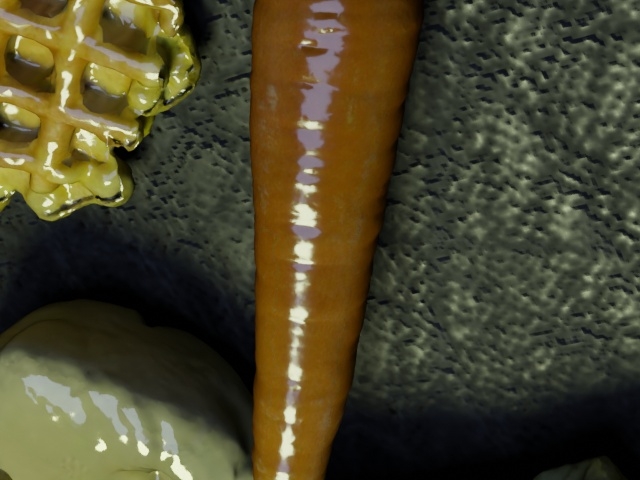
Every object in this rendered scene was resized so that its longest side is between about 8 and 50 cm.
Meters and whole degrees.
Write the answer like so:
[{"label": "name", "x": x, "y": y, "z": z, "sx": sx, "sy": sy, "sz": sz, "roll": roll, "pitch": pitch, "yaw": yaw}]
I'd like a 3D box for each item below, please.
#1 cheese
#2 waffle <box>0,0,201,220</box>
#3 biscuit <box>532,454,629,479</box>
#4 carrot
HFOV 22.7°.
[{"label": "cheese", "x": -0.137, "y": 0.137, "z": 0.827, "sx": 0.159, "sy": 0.093, "sz": 0.263, "roll": 37, "pitch": 127, "yaw": -7}, {"label": "waffle", "x": -0.174, "y": -0.105, "z": 0.709, "sx": 0.238, "sy": 0.058, "sz": 0.243, "roll": -22, "pitch": 115, "yaw": 28}, {"label": "biscuit", "x": 0.043, "y": 0.194, "z": 0.789, "sx": 0.274, "sy": 0.036, "sz": 0.187, "roll": -17, "pitch": 133, "yaw": 11}, {"label": "carrot", "x": 0.000, "y": 0.000, "z": 0.668, "sx": 0.069, "sy": 0.069, "sz": 0.336, "roll": 10, "pitch": 111, "yaw": 15}]
